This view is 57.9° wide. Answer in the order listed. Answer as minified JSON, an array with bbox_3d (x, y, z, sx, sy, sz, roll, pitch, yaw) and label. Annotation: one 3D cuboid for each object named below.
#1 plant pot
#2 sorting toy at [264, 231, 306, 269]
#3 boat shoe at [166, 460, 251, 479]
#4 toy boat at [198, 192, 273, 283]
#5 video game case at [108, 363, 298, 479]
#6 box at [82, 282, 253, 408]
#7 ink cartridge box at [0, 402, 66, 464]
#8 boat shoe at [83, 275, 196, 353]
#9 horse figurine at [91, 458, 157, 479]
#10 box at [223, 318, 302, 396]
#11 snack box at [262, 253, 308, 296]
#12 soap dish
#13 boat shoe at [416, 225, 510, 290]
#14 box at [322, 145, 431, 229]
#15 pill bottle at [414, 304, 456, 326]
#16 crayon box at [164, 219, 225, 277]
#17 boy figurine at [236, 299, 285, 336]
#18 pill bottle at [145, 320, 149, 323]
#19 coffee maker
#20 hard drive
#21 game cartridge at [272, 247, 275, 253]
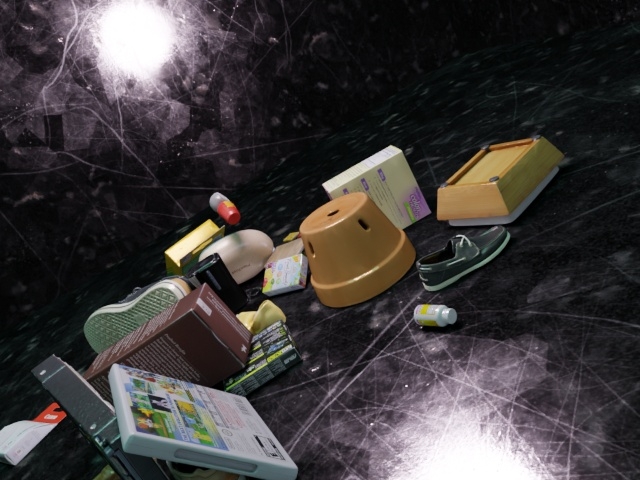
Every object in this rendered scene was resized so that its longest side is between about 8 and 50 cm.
[{"bbox_3d":[0.079,0.007,1.528,0.290,0.204,0.291,-26,19,9],"label":"plant pot"},{"bbox_3d":[-0.100,0.047,1.918,0.132,0.046,0.275,-20,22,26],"label":"sorting toy"},{"bbox_3d":[-0.228,0.412,1.100,0.113,0.103,0.302,-40,22,-29],"label":"boat shoe"},{"bbox_3d":[-0.292,-0.002,1.910,0.267,0.318,0.148,-22,39,-23],"label":"toy boat"},{"bbox_3d":[-0.230,0.332,1.071,0.329,0.299,0.036,19,87,65],"label":"video game case"},{"bbox_3d":[-0.373,0.289,1.403,0.381,0.191,0.143,-32,20,18],"label":"box"},{"bbox_3d":[-0.872,0.558,1.735,0.189,0.066,0.232,-12,30,41],"label":"ink cartridge box"},{"bbox_3d":[-0.583,0.249,1.896,0.500,0.187,0.156,-28,4,28],"label":"boat shoe"},{"bbox_3d":[-0.411,0.471,1.276,0.174,0.066,0.263,-17,26,19],"label":"horse figurine"},{"bbox_3d":[-0.149,0.285,1.398,0.190,0.045,0.184,-32,21,-5],"label":"box"},{"bbox_3d":[-0.106,0.105,1.733,0.141,0.037,0.100,-16,56,33],"label":"snack box"},{"bbox_3d":[0.463,-0.158,1.520,0.291,0.118,0.228,-40,21,-30],"label":"soap dish"},{"bbox_3d":[0.327,0.026,1.319,0.233,0.079,0.084,-30,17,-5],"label":"boat shoe"},{"bbox_3d":[0.165,-0.125,1.715,0.242,0.214,0.117,-30,20,1],"label":"box"},{"bbox_3d":[0.235,0.153,1.179,0.083,0.043,0.043,-5,31,49],"label":"pill bottle"},{"bbox_3d":[-0.444,0.060,2.057,0.203,0.083,0.323,-40,-15,-29],"label":"crayon box"},{"bbox_3d":[-0.225,0.243,1.545,0.285,0.092,0.177,-23,17,27],"label":"boy figurine"},{"bbox_3d":[-0.495,0.328,1.672,0.117,0.117,0.215,-25,20,14],"label":"pill bottle"},{"bbox_3d":[-0.305,0.129,1.807,0.171,0.178,0.120,-39,22,-24],"label":"coffee maker"},{"bbox_3d":[-0.421,0.377,1.133,0.338,0.237,0.064,19,49,43],"label":"hard drive"},{"bbox_3d":[-0.194,0.041,2.119,0.056,0.017,0.083,-31,19,-15],"label":"game cartridge"}]
